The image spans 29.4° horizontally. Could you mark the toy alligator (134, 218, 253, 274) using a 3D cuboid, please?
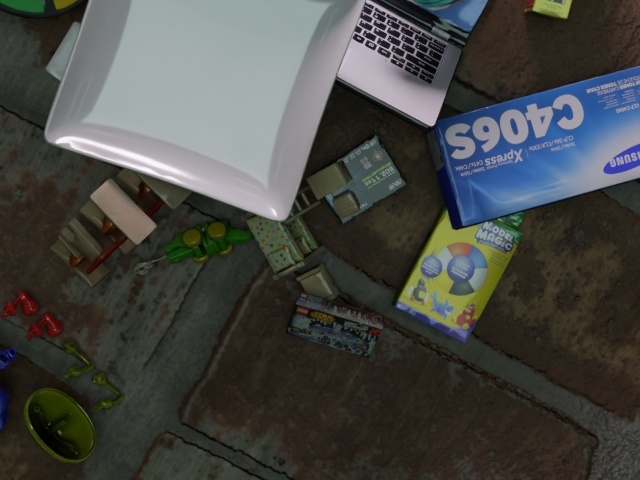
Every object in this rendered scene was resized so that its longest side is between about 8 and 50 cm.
[{"bbox_3d":[-0.199,0.003,1.872,0.190,0.056,0.051,-16,53,2],"label":"toy alligator"}]

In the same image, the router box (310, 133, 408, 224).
[{"bbox_3d":[0.059,-0.093,1.869,0.122,0.038,0.092,-33,95,2],"label":"router box"}]

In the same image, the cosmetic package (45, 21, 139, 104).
[{"bbox_3d":[-0.306,-0.249,1.756,0.117,0.231,0.085,34,95,-4],"label":"cosmetic package"}]

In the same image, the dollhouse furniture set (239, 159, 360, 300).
[{"bbox_3d":[0.000,0.000,1.816,0.161,0.101,0.182,-28,94,26],"label":"dollhouse furniture set"}]

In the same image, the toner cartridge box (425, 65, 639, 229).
[{"bbox_3d":[0.347,-0.140,1.823,0.348,0.075,0.165,-16,88,-5],"label":"toner cartridge box"}]

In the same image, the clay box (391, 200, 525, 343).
[{"bbox_3d":[0.216,0.031,1.874,0.127,0.053,0.222,27,94,-2],"label":"clay box"}]

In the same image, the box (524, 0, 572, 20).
[{"bbox_3d":[0.366,-0.447,1.813,0.058,0.087,0.232,14,100,-1],"label":"box"}]

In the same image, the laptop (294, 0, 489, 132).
[{"bbox_3d":[0.077,-0.421,1.752,0.382,0.408,0.236,28,128,-2],"label":"laptop"}]

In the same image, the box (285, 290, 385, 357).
[{"bbox_3d":[0.022,0.129,1.863,0.137,0.094,0.027,16,54,-1],"label":"box"}]

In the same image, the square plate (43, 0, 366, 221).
[{"bbox_3d":[-0.151,-0.240,1.620,0.344,0.049,0.347,19,97,-7],"label":"square plate"}]

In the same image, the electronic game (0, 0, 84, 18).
[{"bbox_3d":[-0.419,-0.438,1.772,0.229,0.048,0.229,-2,94,-24],"label":"electronic game"}]

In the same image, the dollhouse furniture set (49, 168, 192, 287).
[{"bbox_3d":[-0.245,-0.046,1.777,0.135,0.262,0.259,46,62,-6],"label":"dollhouse furniture set"}]

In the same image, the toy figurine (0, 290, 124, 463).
[{"bbox_3d":[-0.513,0.214,1.868,0.217,0.191,0.362,-36,103,32],"label":"toy figurine"}]

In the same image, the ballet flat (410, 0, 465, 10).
[{"bbox_3d":[0.251,-0.481,1.725,0.409,0.147,0.147,-43,94,1],"label":"ballet flat"}]
